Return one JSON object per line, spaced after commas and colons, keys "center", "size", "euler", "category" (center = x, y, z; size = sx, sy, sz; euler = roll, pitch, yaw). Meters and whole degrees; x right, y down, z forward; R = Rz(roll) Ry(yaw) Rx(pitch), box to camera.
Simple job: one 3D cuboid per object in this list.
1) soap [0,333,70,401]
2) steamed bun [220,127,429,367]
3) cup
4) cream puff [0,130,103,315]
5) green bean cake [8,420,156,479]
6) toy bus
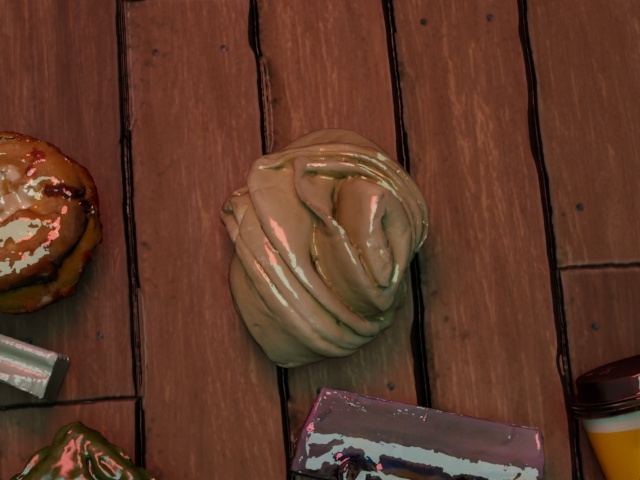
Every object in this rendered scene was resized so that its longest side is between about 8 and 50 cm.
{"center": [-0.427, 0.143, 1.461], "size": [0.198, 0.114, 0.063], "euler": [19, 80, 2], "category": "soap"}
{"center": [0.002, 0.003, 1.460], "size": [0.289, 0.203, 0.276], "euler": [-38, 83, -8], "category": "steamed bun"}
{"center": [0.436, 0.278, 1.445], "size": [0.196, 0.196, 0.279], "euler": [-16, 90, -5], "category": "cup"}
{"center": [-0.395, -0.018, 1.471], "size": [0.240, 0.164, 0.240], "euler": [0, 64, -1], "category": "cream puff"}
{"center": [-0.283, 0.379, 1.372], "size": [0.250, 0.156, 0.247], "euler": [41, 73, 7], "category": "green bean cake"}
{"center": [0.124, 0.276, 1.465], "size": [0.317, 0.112, 0.138], "euler": [12, 75, -1], "category": "toy bus"}
